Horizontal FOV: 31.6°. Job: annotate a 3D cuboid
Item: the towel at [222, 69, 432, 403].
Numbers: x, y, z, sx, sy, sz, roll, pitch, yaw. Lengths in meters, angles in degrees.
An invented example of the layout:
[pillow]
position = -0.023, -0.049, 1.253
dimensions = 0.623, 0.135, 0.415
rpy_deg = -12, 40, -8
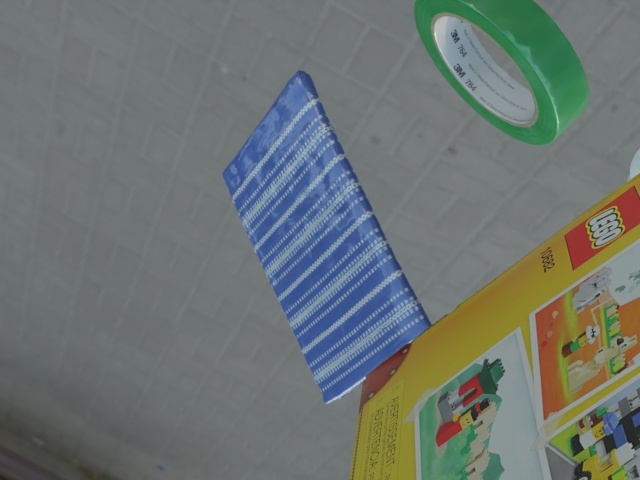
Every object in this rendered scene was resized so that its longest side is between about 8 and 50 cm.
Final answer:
[towel]
position = 0.000, 0.000, 1.317
dimensions = 0.243, 0.040, 0.336
rpy_deg = -47, 64, 52

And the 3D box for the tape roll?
[tape roll]
position = 0.290, -0.298, 1.837
dimensions = 0.321, 0.077, 0.321
rpy_deg = 46, 169, 11

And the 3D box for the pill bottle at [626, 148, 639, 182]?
[pill bottle]
position = 0.606, -0.063, 1.901
dimensions = 0.169, 0.169, 0.301
rpy_deg = 8, 164, 27

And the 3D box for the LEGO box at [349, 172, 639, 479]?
[LEGO box]
position = 0.205, 0.169, 0.708
dimensions = 0.372, 0.500, 0.193
rpy_deg = -38, 104, 20
